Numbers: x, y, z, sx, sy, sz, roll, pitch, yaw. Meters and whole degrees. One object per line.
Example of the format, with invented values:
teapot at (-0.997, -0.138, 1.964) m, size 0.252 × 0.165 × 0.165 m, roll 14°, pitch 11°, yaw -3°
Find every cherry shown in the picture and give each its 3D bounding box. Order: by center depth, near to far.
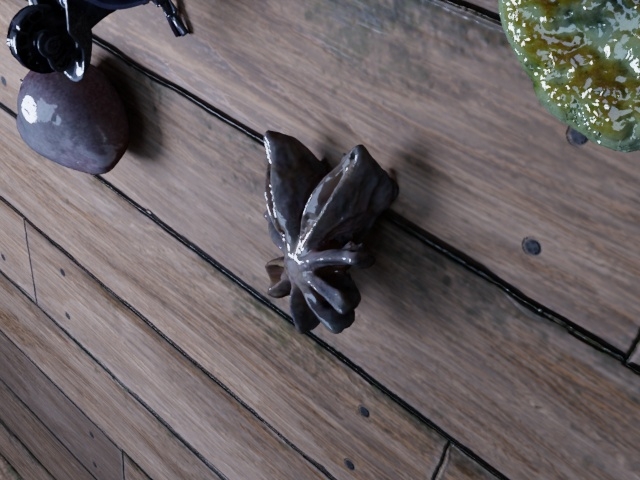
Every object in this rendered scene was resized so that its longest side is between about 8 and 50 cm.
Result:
cherry at (-0.351, -0.180, 1.042) m, size 0.176 × 0.140 × 0.176 m, roll 17°, pitch 143°, yaw 14°

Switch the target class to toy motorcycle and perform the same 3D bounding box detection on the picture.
toy motorcycle at (-0.247, -0.350, 0.782) m, size 0.125 × 0.212 × 0.358 m, roll 31°, pitch 129°, yaw 31°

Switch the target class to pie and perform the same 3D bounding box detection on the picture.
pie at (0.231, -0.181, 0.512) m, size 0.240 × 0.054 × 0.240 m, roll 23°, pitch 127°, yaw 35°

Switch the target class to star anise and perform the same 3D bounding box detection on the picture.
star anise at (0.001, -0.004, 0.824) m, size 0.198 × 0.110 × 0.257 m, roll 38°, pitch 131°, yaw 45°
